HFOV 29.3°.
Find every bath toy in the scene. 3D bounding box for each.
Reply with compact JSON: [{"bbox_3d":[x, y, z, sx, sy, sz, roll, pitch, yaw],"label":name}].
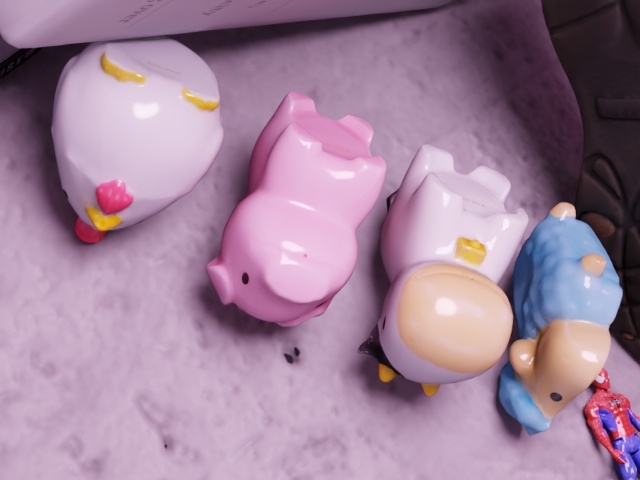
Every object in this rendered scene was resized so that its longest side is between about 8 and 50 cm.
[{"bbox_3d":[0.000,0.000,0.722,0.348,0.129,0.151,23,26,-12],"label":"bath toy"}]

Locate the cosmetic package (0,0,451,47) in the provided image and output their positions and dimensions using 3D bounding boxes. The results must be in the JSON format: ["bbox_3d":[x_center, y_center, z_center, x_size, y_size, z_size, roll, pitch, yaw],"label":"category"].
[{"bbox_3d":[0.017,-0.325,0.658,0.393,0.329,0.328,-17,85,-48],"label":"cosmetic package"}]

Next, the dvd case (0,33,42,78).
[{"bbox_3d":[-0.237,-0.187,0.773,0.179,0.029,0.238,43,59,3],"label":"dvd case"}]

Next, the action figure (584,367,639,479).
[{"bbox_3d":[0.200,0.135,0.785,0.038,0.030,0.115,-14,69,-21],"label":"action figure"}]

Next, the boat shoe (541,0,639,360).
[{"bbox_3d":[0.232,-0.067,0.762,0.120,0.122,0.324,-29,118,-31],"label":"boat shoe"}]
